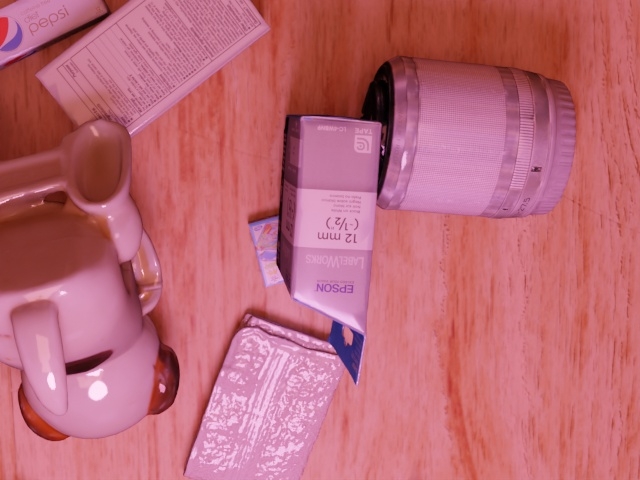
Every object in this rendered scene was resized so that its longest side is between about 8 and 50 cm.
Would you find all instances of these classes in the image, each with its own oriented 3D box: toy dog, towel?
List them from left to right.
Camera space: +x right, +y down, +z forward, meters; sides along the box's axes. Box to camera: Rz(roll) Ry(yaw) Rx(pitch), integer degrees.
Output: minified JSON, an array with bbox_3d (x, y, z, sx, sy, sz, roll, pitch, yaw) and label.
[{"bbox_3d":[-0.319,0.102,1.271,0.284,0.395,0.408,-23,142,-14],"label":"toy dog"},{"bbox_3d":[-0.084,0.268,1.486,0.187,0.049,0.282,19,97,-9],"label":"towel"}]

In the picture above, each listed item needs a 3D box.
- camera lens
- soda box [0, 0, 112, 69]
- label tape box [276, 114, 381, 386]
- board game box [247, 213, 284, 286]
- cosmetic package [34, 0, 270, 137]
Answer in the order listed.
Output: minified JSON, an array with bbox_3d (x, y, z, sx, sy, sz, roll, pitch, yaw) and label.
[{"bbox_3d":[0.200,-0.146,1.366,0.274,0.219,0.220,4,99,-8],"label":"camera lens"},{"bbox_3d":[-0.409,-0.304,1.339,0.216,0.074,0.069,-27,102,-2],"label":"soda box"},{"bbox_3d":[0.000,0.000,1.320,0.115,0.249,0.348,5,98,-8],"label":"label tape box"},{"bbox_3d":[-0.025,0.002,1.460,0.154,0.026,0.104,-15,100,-4],"label":"board game box"},{"bbox_3d":[-0.233,-0.267,1.340,0.296,0.129,0.153,-37,103,-1],"label":"cosmetic package"}]
